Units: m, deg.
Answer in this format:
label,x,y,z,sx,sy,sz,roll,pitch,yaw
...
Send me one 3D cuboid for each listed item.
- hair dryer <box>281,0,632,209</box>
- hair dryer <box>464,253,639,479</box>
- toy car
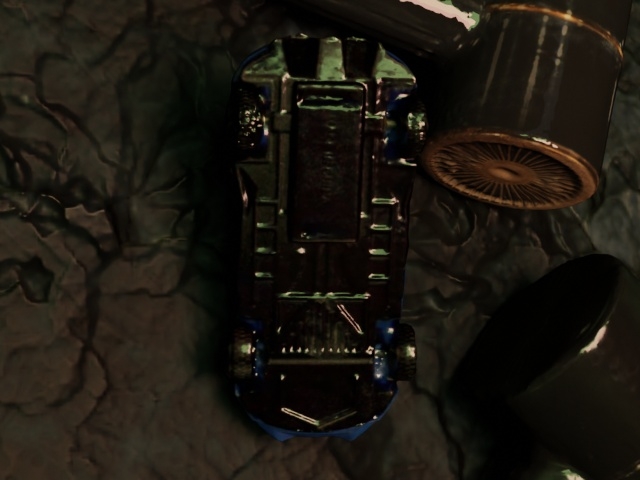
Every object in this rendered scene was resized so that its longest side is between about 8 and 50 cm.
label,x,y,z,sx,sy,sz,roll,pitch,yaw
hair dryer,0.015,-0.165,0.752,0.352,0.107,0.189,21,70,-17
hair dryer,0.141,0.196,0.762,0.244,0.116,0.302,46,76,-13
toy car,0.000,0.000,0.709,0.103,0.063,0.216,1,105,-5
